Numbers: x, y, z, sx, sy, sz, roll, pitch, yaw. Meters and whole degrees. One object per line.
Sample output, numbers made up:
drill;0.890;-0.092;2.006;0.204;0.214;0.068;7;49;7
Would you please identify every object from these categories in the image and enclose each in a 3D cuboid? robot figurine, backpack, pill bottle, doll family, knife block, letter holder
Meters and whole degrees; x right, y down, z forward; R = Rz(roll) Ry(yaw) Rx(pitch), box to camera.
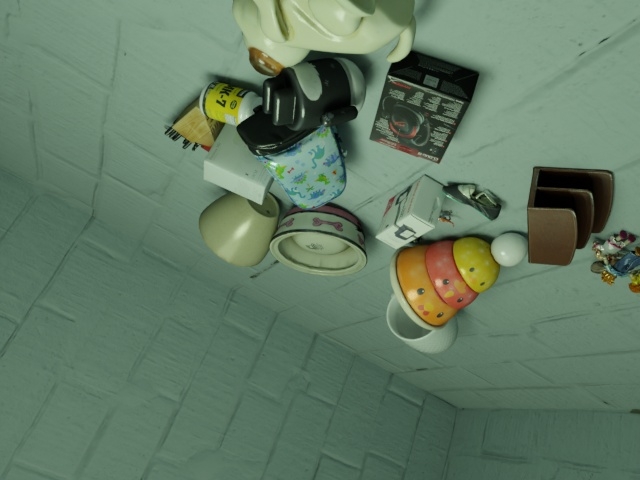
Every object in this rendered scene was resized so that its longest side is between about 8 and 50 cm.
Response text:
robot figurine;-0.013;-0.385;1.349;0.174;0.278;0.209;-16;92;65
backpack;-0.054;-0.267;1.606;0.273;0.290;0.355;60;178;20
pill bottle;-0.265;-0.424;1.616;0.209;0.119;0.119;20;154;15
doll family;0.979;0.090;1.600;0.263;0.118;0.163;24;143;1
knife block;-0.470;-0.428;1.817;0.242;0.088;0.275;15;154;13
letter holder;0.734;-0.060;1.503;0.215;0.152;0.302;6;149;26

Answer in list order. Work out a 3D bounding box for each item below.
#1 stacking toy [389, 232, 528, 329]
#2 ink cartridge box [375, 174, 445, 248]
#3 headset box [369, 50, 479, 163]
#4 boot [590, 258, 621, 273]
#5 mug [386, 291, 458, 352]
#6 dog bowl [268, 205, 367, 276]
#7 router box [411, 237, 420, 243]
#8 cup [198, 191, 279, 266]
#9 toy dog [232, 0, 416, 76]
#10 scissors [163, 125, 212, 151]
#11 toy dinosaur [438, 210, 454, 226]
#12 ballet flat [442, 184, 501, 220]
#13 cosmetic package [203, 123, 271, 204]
stacking toy;0.526;0.096;1.869;0.351;0.350;0.480;36;131;-26
ink cartridge box;0.308;-0.093;1.744;0.100;0.172;0.237;29;153;-13
headset box;0.265;-0.344;1.375;0.218;0.110;0.293;20;154;5
boot;0.983;0.094;1.728;0.119;0.042;0.087;11;160;15
mug;0.476;0.366;2.425;0.374;0.276;0.328;40;179;43
dog bowl;0.000;0.000;2.121;0.408;0.150;0.408;8;154;4
router box;0.332;-0.039;1.980;0.092;0.038;0.122;7;150;27
cup;-0.303;-0.089;2.132;0.331;0.331;0.237;33;126;-20
toy dog;-0.020;-0.530;1.129;0.408;0.284;0.395;-2;163;43
scissors;-0.464;-0.383;1.982;0.297;0.021;0.109;32;155;-17
toy dinosaur;0.420;-0.084;1.800;0.082;0.090;0.047;-11;133;-2
ballet flat;0.494;-0.139;1.644;0.203;0.074;0.074;30;154;-1
cosmetic package;-0.256;-0.284;1.768;0.225;0.224;0.138;23;154;-1
